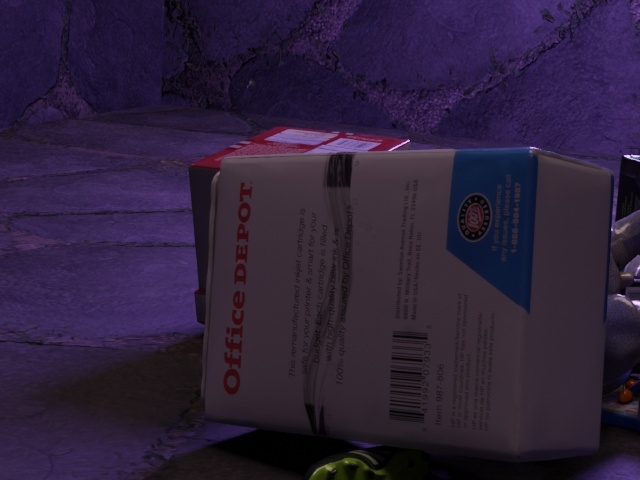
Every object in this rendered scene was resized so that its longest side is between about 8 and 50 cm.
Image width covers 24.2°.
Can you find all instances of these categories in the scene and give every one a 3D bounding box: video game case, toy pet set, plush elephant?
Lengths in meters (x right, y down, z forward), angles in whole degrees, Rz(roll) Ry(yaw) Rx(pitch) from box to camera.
[{"bbox_3d":[0.373,0.191,1.778,0.119,0.015,0.166,10,14,29],"label":"video game case"},{"bbox_3d":[0.394,0.165,1.708,0.122,0.065,0.114,10,14,35],"label":"toy pet set"},{"bbox_3d":[0.263,0.045,1.631,0.330,0.272,0.255,-30,-8,-32],"label":"plush elephant"}]

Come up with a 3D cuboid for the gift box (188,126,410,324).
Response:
[{"bbox_3d":[0.000,0.000,2.001,0.255,0.258,0.276,11,22,35],"label":"gift box"}]

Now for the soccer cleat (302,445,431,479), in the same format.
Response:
[{"bbox_3d":[0.034,0.228,1.438,0.072,0.060,0.179,0,1,40],"label":"soccer cleat"}]

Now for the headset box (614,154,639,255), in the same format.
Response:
[{"bbox_3d":[0.560,-0.033,1.976,0.246,0.131,0.283,-2,12,-24],"label":"headset box"}]

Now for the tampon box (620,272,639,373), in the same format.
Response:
[{"bbox_3d":[0.342,0.101,1.895,0.101,0.120,0.161,0,4,-10],"label":"tampon box"}]

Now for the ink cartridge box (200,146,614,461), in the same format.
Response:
[{"bbox_3d":[0.079,0.059,1.515,0.395,0.285,0.166,2,-3,39],"label":"ink cartridge box"}]

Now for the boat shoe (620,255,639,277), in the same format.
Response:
[{"bbox_3d":[0.528,0.049,2.286,0.094,0.109,0.302,14,13,35],"label":"boat shoe"}]
